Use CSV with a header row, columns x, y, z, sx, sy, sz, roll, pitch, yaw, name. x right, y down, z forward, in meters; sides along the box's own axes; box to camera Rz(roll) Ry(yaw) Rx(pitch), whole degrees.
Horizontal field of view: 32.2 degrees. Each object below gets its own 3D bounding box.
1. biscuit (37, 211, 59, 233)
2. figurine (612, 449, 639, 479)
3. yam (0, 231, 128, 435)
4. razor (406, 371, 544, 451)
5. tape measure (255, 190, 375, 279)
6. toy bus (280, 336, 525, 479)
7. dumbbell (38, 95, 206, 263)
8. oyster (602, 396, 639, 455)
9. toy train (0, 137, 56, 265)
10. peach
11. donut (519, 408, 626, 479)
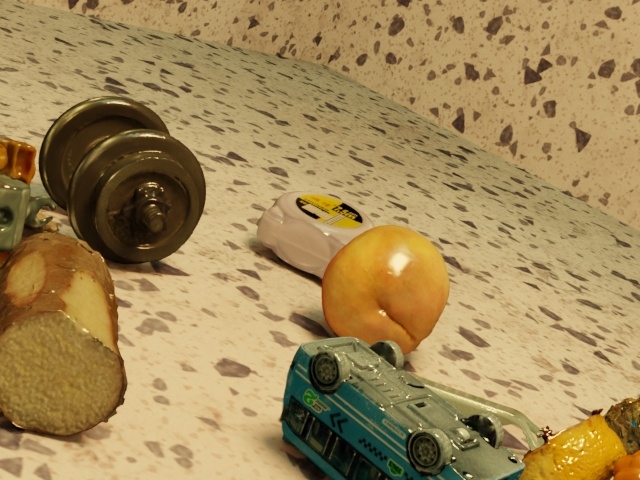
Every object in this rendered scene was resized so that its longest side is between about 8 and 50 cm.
x,y,z,sx,sy,sz,roll,pitch,yaw,name
-0.402,-0.050,1.425,0.152,0.020,0.152,28,-10,6,biscuit
0.441,0.259,1.182,0.224,0.205,0.382,49,34,0,figurine
-0.264,0.084,1.102,0.128,0.129,0.238,-17,24,-5,yam
0.169,0.206,1.374,0.277,0.056,0.111,25,18,9,razor
0.004,0.000,1.752,0.196,0.105,0.178,27,24,22,tape measure
0.072,0.202,1.124,0.246,0.134,0.113,34,22,33,toy bus
-0.269,-0.085,1.505,0.192,0.192,0.290,11,20,-32,dumbbell
0.460,0.242,1.484,0.198,0.092,0.259,-15,2,28,oyster
-0.474,-0.056,1.216,0.369,0.163,0.231,7,9,-41,toy train
0.086,0.069,1.495,0.184,0.184,0.184,20,16,-6,peach
0.268,0.255,1.203,0.181,0.146,0.078,4,37,-53,donut
